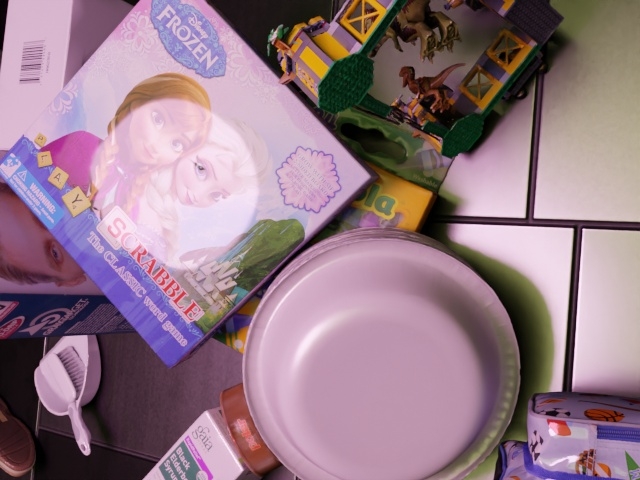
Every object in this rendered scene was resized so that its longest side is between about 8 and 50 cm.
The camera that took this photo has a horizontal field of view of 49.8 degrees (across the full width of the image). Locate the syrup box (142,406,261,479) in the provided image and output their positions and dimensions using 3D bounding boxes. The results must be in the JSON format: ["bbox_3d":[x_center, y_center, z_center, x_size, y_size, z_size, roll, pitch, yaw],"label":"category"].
[{"bbox_3d":[-0.168,0.329,0.919,0.237,0.096,0.093,-49,64,18],"label":"syrup box"}]

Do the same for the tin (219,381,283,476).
[{"bbox_3d":[-0.070,0.215,0.823,0.040,0.190,0.106,-32,82,2],"label":"tin"}]

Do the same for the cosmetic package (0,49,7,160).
[{"bbox_3d":[-0.780,-0.258,1.191,0.394,0.329,0.327,37,103,28],"label":"cosmetic package"}]

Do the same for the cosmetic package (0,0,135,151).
[{"bbox_3d":[-0.316,-0.218,0.979,0.138,0.225,0.223,5,88,32],"label":"cosmetic package"}]

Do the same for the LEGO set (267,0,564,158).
[{"bbox_3d":[0.081,-0.242,0.710,0.192,0.331,0.254,51,123,32],"label":"LEGO set"}]

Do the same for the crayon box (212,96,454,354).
[{"bbox_3d":[0.000,0.000,0.827,0.203,0.083,0.322,26,98,11],"label":"crayon box"}]

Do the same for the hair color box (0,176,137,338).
[{"bbox_3d":[-0.329,0.026,0.893,0.105,0.347,0.173,-38,69,22],"label":"hair color box"}]

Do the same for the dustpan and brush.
[{"bbox_3d":[-0.384,0.237,1.071,0.147,0.060,0.211,-44,66,19],"label":"dustpan and brush"}]

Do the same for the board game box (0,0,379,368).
[{"bbox_3d":[-0.157,-0.077,0.780,0.318,0.066,0.318,-44,85,12],"label":"board game box"}]

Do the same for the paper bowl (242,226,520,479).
[{"bbox_3d":[0.061,0.134,0.712,0.285,0.148,0.284,0,99,2],"label":"paper bowl"}]

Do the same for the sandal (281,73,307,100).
[{"bbox_3d":[-0.094,-0.201,0.945,0.220,0.090,0.060,-2,62,37],"label":"sandal"}]

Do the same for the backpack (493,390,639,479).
[{"bbox_3d":[0.281,0.241,0.591,0.264,0.276,0.213,11,92,17],"label":"backpack"}]

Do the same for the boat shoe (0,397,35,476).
[{"bbox_3d":[-0.535,0.335,1.155,0.190,0.068,0.072,38,117,37],"label":"boat shoe"}]
